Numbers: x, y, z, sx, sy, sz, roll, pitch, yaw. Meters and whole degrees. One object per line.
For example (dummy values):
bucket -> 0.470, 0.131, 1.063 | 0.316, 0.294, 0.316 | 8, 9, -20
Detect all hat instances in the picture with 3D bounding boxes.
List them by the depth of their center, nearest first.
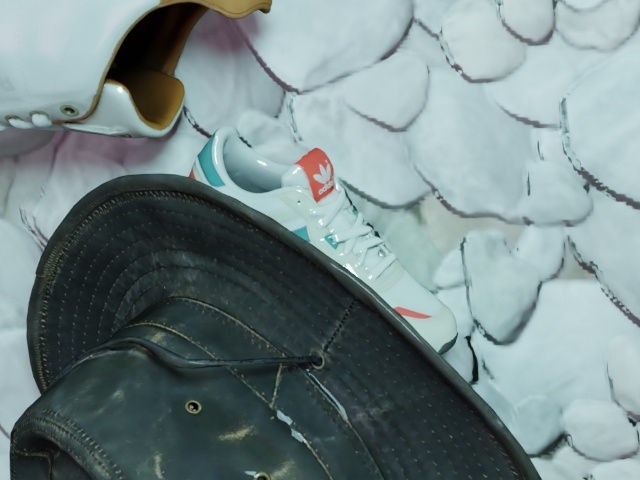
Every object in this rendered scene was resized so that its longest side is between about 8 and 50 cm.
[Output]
hat -> -0.058, 0.137, 0.700 | 0.331, 0.134, 0.331 | 19, 126, 29

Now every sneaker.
sneaker -> 0.000, 0.000, 0.707 | 0.161, 0.057, 0.075 | 29, 122, 17
sneaker -> -0.151, -0.082, 0.721 | 0.290, 0.106, 0.123 | -30, 90, 28
